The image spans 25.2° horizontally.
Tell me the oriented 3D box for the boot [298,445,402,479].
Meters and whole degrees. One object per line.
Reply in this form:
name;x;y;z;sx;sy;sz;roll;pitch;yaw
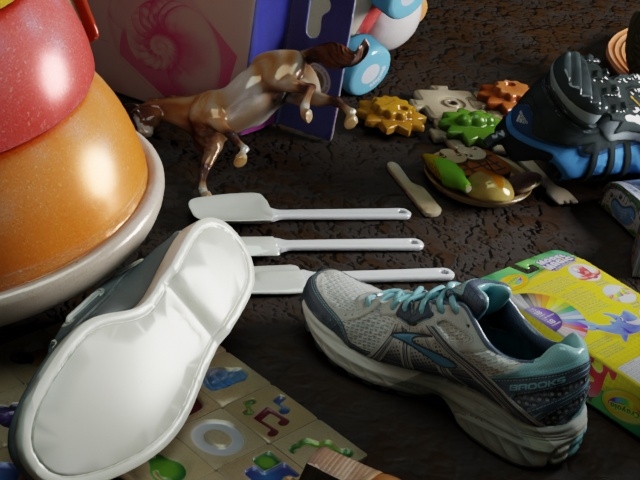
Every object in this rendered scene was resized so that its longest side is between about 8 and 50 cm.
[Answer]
boot;0.030;0.229;0.992;0.152;0.073;0.197;28;36;11

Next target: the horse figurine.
horse figurine;-0.067;-0.144;1.526;0.263;0.066;0.174;-30;41;0

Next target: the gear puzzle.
gear puzzle;0.202;-0.160;1.733;0.339;0.044;0.175;0;32;-17

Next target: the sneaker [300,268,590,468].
sneaker;0.112;0.074;1.233;0.283;0.122;0.110;25;33;25

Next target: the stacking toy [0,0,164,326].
stacking toy;-0.332;-0.193;1.163;0.350;0.480;0.350;-5;32;3

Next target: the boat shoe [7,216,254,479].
boat shoe;-0.161;0.096;1.156;0.099;0.116;0.319;-24;19;36

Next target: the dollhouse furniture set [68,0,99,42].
dollhouse furniture set;-0.341;-0.217;1.494;0.259;0.262;0.135;-11;16;32

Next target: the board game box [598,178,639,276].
board game box;0.394;-0.019;1.535;0.194;0.060;0.194;-5;33;-24

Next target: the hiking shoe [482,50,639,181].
hiking shoe;0.309;-0.119;1.600;0.304;0.132;0.113;20;45;-46

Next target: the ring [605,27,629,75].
ring;0.551;-0.216;1.944;0.336;0.032;0.336;8;30;-5

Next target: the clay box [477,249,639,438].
clay box;0.257;0.089;1.318;0.127;0.053;0.222;-18;38;-38

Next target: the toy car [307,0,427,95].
toy car;0.066;-0.319;1.832;0.219;0.210;0.238;42;30;28

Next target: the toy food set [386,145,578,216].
toy food set;0.180;-0.077;1.591;0.192;0.038;0.132;-5;33;-24

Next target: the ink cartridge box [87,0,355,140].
ink cartridge box;-0.124;-0.288;1.579;0.330;0.324;0.071;20;33;18

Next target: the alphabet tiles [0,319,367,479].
alphabet tiles;-0.141;0.163;1.121;0.342;0.011;0.285;33;38;34

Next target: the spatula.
spatula;0.000;0.000;1.430;0.242;0.019;0.168;-2;31;-19

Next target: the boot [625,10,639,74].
boot;0.547;-0.206;1.821;0.269;0.089;0.236;1;38;-18
